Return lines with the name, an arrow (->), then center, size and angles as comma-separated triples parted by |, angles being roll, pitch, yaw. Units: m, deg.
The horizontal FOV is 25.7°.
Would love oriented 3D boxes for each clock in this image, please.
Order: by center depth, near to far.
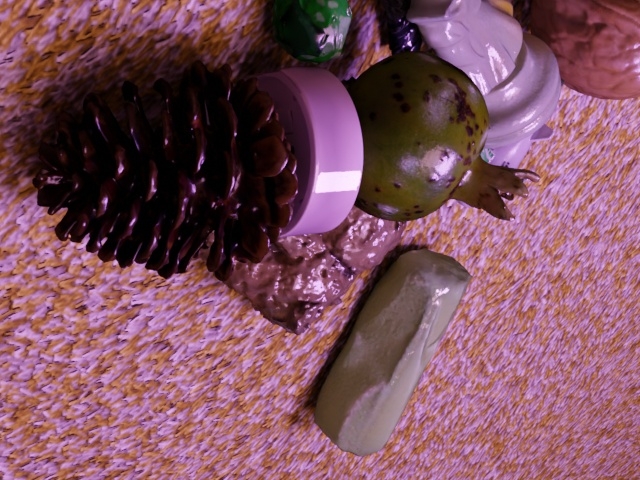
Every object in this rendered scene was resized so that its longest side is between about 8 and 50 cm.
clock -> -0.034, -0.103, 1.617 | 0.068, 0.197, 0.196 | -5, 129, -34

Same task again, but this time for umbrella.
umbrella -> 0.096, -0.294, 1.707 | 0.046, 0.050, 0.188 | -57, 153, -26

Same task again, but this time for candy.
candy -> -0.009, -0.341, 1.527 | 0.097, 0.097, 0.323 | -26, 134, -30
candy -> 0.112, 0.172, 2.140 | 0.142, 0.132, 0.343 | 9, 119, -34

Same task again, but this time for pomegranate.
pomegranate -> 0.124, -0.106, 1.650 | 0.211, 0.263, 0.211 | -54, 175, -7

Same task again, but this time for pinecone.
pinecone -> -0.167, -0.075, 1.498 | 0.292, 0.246, 0.246 | 0, 127, -29

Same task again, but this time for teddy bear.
teddy bear -> 0.000, 0.000, 1.815 | 0.256, 0.156, 0.267 | -48, 146, -2

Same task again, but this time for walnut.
walnut -> 0.397, -0.298, 1.887 | 0.228, 0.228, 0.228 | -30, 143, -25

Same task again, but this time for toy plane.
toy plane -> 0.262, -0.118, 2.055 | 0.174, 0.080, 0.174 | -29, 144, -23

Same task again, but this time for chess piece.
chess piece -> 0.189, -0.262, 1.757 | 0.176, 0.176, 0.298 | -43, 142, -6
